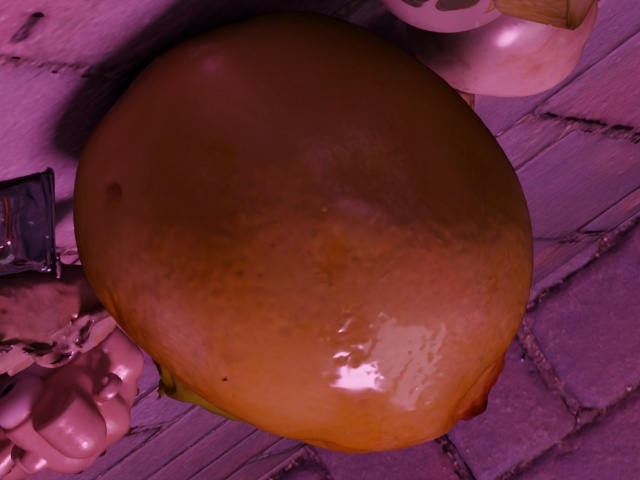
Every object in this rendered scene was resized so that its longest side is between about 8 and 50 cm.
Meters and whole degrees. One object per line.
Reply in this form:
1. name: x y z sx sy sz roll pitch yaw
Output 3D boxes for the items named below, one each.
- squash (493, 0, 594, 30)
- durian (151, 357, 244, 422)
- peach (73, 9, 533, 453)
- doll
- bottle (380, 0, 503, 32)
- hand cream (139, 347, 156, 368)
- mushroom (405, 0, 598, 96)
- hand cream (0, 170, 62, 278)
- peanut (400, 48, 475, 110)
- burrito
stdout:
1. squash: 0.161 -0.247 1.090 0.252 0.049 0.252 17 90 -76
2. durian: -0.006 0.063 1.857 0.340 0.204 0.256 -34 139 20
3. peach: -0.005 -0.005 1.331 0.281 0.315 0.314 -48 160 -2
4. doll: -0.278 0.175 1.741 0.278 0.119 0.154 -33 -157 30
5. bottle: 0.073 -0.214 1.129 0.120 0.120 0.253 -32 168 -1
6. hand cream: -0.117 0.076 1.967 0.174 0.047 0.076 -33 169 -40
7. mushroom: 0.141 -0.179 1.451 0.154 0.122 0.154 5 159 2
8. hand cream: -0.277 0.016 1.298 0.248 0.052 0.075 -16 137 -42
9. peanut: 0.073 -0.113 1.563 0.099 0.090 0.214 7 -176 19
10. burrito: -0.304 0.085 1.382 0.348 0.107 0.175 -18 169 -39
